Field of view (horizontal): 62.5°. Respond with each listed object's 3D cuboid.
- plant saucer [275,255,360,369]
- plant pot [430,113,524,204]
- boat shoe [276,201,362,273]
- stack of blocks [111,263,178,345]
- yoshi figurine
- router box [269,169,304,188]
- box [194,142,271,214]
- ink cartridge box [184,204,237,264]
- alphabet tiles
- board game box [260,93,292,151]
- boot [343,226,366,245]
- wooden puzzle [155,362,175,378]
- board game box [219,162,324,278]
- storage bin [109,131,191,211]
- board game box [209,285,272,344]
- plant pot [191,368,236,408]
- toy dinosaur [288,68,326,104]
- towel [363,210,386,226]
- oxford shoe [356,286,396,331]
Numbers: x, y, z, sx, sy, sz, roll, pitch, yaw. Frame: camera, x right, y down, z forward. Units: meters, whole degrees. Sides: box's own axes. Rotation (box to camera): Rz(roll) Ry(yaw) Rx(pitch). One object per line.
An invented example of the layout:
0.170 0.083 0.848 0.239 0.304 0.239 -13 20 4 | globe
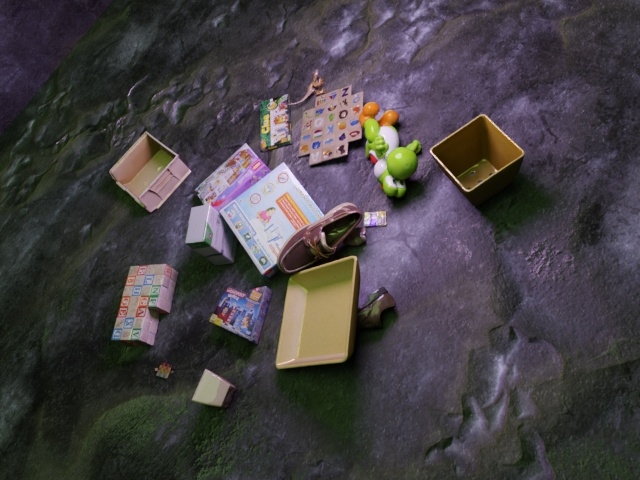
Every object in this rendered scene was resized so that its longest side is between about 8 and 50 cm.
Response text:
0.008 0.244 1.684 0.332 0.080 0.333 -19 53 45 | plant saucer
0.514 -0.238 1.721 0.212 0.187 0.212 -34 57 3 | plant pot
0.000 0.000 1.781 0.341 0.123 0.123 -35 18 -1 | boat shoe
-0.664 0.245 2.009 0.171 0.087 0.298 -4 63 20 | stack of blocks
0.259 -0.333 1.876 0.203 0.203 0.363 -15 62 7 | yoshi figurine
-0.168 -0.185 2.055 0.178 0.046 0.133 27 76 31 | router box
-0.356 -0.237 2.125 0.293 0.057 0.201 -42 46 2 | box
-0.400 -0.016 1.966 0.086 0.208 0.153 -8 61 22 | ink cartridge box
0.042 -0.461 2.100 0.284 0.011 0.343 -11 60 30 | alphabet tiles
-0.190 -0.501 2.239 0.136 0.030 0.260 -15 60 17 | board game box
0.118 -0.032 1.867 0.086 0.042 0.119 -12 61 9 | boot
-0.561 0.469 1.900 0.083 0.006 0.050 8 68 25 | wooden puzzle
-0.162 -0.074 1.928 0.301 0.086 0.308 -36 71 1 | board game box
-0.748 -0.297 2.303 0.262 0.123 0.260 35 81 32 | storage bin
-0.264 0.241 1.866 0.194 0.060 0.194 19 71 29 | board game box
-0.343 0.500 1.742 0.096 0.109 0.109 16 71 15 | plant pot
-0.036 -0.636 2.237 0.112 0.064 0.212 2 54 43 | toy dinosaur
0.195 -0.077 1.873 0.083 0.009 0.060 -3 64 21 | towel
0.147 0.255 1.681 0.227 0.083 0.096 -42 67 2 | oxford shoe
